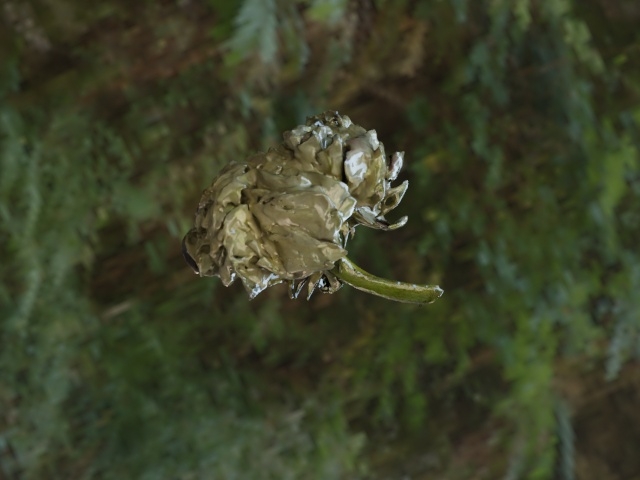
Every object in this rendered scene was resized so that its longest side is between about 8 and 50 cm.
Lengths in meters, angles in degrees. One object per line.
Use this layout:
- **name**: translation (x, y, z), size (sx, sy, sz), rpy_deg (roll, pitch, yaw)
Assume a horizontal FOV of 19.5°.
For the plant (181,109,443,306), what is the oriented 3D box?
- **plant**: translation (0.000, 0.000, 0.934), size (0.122, 0.116, 0.104), rpy_deg (51, -9, -8)
